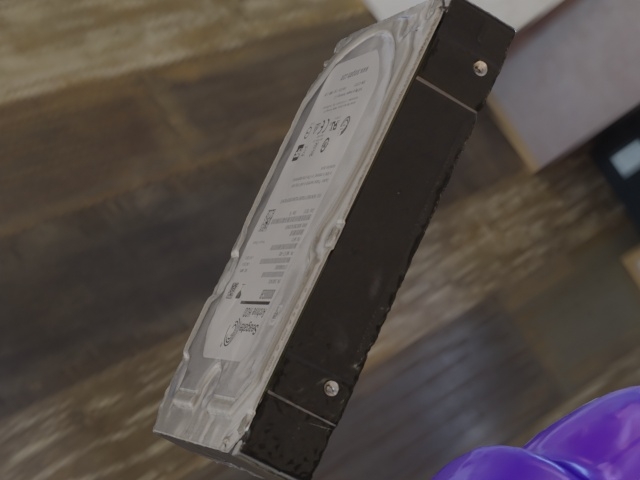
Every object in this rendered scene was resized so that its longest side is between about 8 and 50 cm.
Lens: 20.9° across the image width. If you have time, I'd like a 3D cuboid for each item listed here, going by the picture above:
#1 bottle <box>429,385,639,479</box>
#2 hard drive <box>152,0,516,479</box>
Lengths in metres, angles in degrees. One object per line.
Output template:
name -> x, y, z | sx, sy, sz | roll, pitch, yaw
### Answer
bottle -> 0.110, 0.101, 0.554 | 0.282, 0.118, 0.092 | -7, 46, -39
hard drive -> 0.000, 0.000, 1.218 | 0.064, 0.237, 0.339 | 27, 80, -16
